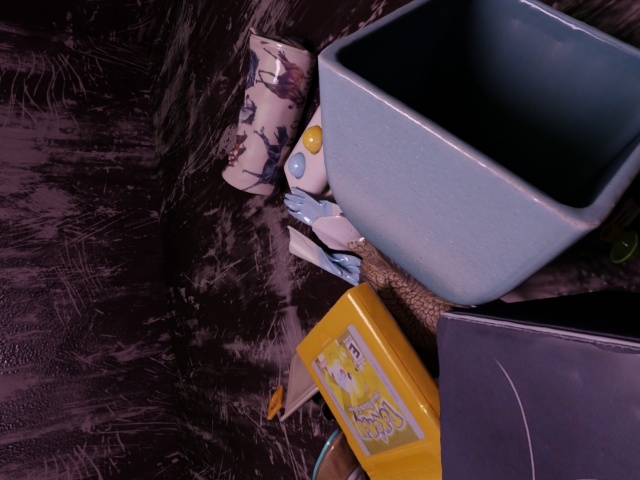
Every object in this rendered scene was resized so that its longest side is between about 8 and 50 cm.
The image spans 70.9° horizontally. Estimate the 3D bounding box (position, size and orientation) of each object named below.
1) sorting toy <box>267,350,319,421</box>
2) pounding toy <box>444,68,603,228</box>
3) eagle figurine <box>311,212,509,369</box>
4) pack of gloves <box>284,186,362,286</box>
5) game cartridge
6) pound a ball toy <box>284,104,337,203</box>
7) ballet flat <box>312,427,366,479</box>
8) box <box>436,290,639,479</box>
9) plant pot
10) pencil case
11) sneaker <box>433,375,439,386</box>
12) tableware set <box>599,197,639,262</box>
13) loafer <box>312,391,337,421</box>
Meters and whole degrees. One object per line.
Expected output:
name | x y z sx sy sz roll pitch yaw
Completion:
sorting toy | -0.020 0.297 1.024 0.347 0.047 0.195 -51 17 36
pounding toy | 0.270 -0.138 0.587 0.183 0.110 0.236 0 119 50
eagle figurine | 0.144 0.044 0.694 0.225 0.226 0.298 -35 55 30
pack of gloves | 0.000 0.000 0.944 0.232 0.046 0.194 24 136 34
game cartridge | 0.091 0.263 0.723 0.323 0.053 0.285 59 147 19
pound a ball toy | 0.048 -0.179 0.878 0.319 0.136 0.208 -50 51 47
ballet flat | 0.036 0.548 0.971 0.124 0.116 0.342 36 123 28
box | 0.348 0.289 0.274 0.480 0.298 0.470 -1 89 57
plant pot | 0.154 -0.075 0.479 0.248 0.247 0.252 40 150 20
pencil case | -0.140 -0.308 1.144 0.183 0.160 0.410 46 129 37
sneaker | 0.179 0.262 0.754 0.232 0.091 0.115 31 109 45
tableware set | 0.344 -0.051 0.460 0.154 0.024 0.104 -65 -2 33
loafer | 0.030 0.348 0.981 0.220 0.079 0.080 -2 90 58
